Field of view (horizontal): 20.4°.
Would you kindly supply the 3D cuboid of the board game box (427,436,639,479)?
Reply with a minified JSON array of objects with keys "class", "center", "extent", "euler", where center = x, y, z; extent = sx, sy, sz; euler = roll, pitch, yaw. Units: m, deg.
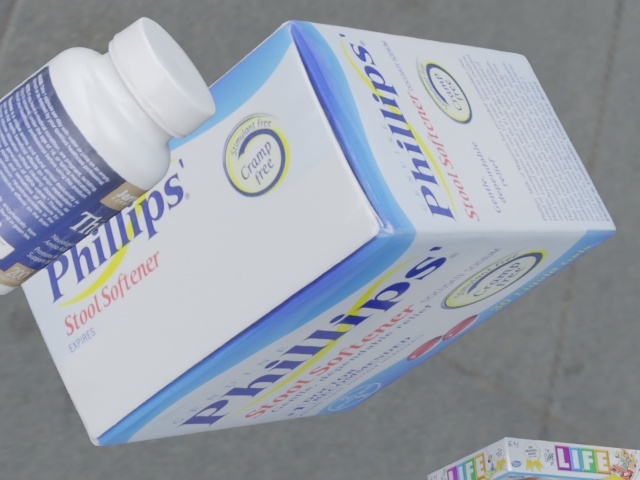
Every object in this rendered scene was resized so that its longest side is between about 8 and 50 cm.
[{"class":"board game box","center":[0.172,0.179,1.326],"extent":[0.154,0.103,0.026],"euler":[9,63,-29]}]

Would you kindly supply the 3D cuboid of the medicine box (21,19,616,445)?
[{"class":"medicine box","center":[0.000,0.000,1.153],"extent":[0.289,0.263,0.149],"euler":[-2,60,-55]}]

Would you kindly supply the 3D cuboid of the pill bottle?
[{"class":"pill bottle","center":[-0.104,-0.036,0.728],"extent":[0.067,0.120,0.067],"euler":[51,13,-16]}]
